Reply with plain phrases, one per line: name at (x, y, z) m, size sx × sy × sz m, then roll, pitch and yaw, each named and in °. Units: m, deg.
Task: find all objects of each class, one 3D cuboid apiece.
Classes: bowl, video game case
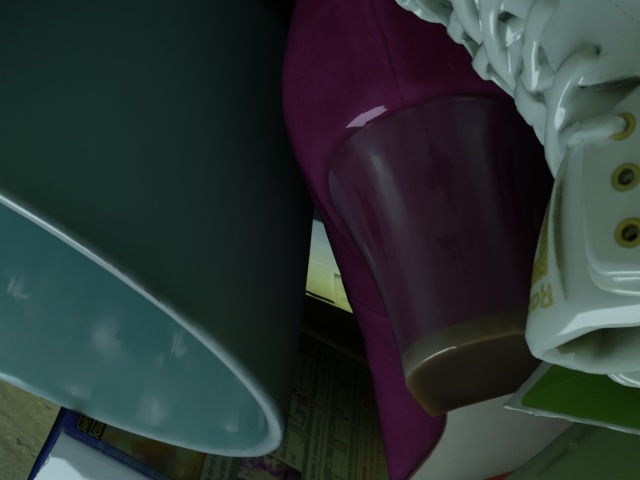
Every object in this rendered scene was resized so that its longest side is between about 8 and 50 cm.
bowl at (-0.123, -0.049, 0.650) m, size 0.312 × 0.163 × 0.311 m, roll 23°, pitch 159°, yaw 9°
video game case at (-0.032, 0.128, 0.890) m, size 0.244 × 0.061 × 0.269 m, roll 30°, pitch -161°, yaw -8°

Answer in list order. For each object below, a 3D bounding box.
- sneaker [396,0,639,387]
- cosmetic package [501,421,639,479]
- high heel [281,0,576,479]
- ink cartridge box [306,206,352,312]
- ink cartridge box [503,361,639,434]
sneaker at (0.066, -0.055, 0.410) m, size 0.293 × 0.169 × 0.108 m, roll 19°, pitch 160°, yaw 22°
cosmetic package at (0.162, 0.235, 0.638) m, size 0.161 × 0.230 × 0.453 m, roll 36°, pitch 140°, yaw 30°
high heel at (0.066, 0.004, 0.654) m, size 0.127 × 0.181 × 0.377 m, roll -14°, pitch 160°, yaw 1°
ink cartridge box at (0.000, 0.000, 0.813) m, size 0.063 × 0.029 × 0.115 m, roll 22°, pitch 160°, yaw 11°
ink cartridge box at (0.215, 0.054, 0.440) m, size 0.255 × 0.189 × 0.097 m, roll 9°, pitch 127°, yaw 39°
